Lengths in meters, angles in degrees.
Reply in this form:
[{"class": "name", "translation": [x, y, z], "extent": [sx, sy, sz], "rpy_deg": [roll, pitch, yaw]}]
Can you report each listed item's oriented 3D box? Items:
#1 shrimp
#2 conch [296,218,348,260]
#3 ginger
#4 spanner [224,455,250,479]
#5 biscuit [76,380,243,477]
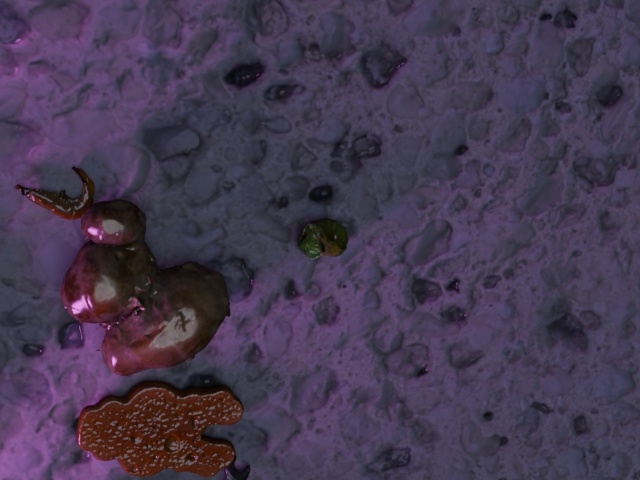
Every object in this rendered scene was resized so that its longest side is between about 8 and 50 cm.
[{"class": "shrimp", "translation": [-0.443, -0.086, 1.429], "extent": [0.127, 0.025, 0.091], "rpy_deg": [16, 96, -24]}, {"class": "conch", "translation": [0.000, 0.000, 1.563], "extent": [0.089, 0.074, 0.121], "rpy_deg": [-48, 150, 13]}, {"class": "ginger", "translation": [-0.313, 0.082, 1.436], "extent": [0.244, 0.155, 0.304], "rpy_deg": [-44, 111, -3]}, {"class": "spanner", "translation": [-0.188, 0.527, 1.582], "extent": [0.054, 0.015, 0.254], "rpy_deg": [28, 64, -21]}, {"class": "biscuit", "translation": [-0.292, 0.343, 1.558], "extent": [0.295, 0.044, 0.186], "rpy_deg": [11, 94, -20]}]
